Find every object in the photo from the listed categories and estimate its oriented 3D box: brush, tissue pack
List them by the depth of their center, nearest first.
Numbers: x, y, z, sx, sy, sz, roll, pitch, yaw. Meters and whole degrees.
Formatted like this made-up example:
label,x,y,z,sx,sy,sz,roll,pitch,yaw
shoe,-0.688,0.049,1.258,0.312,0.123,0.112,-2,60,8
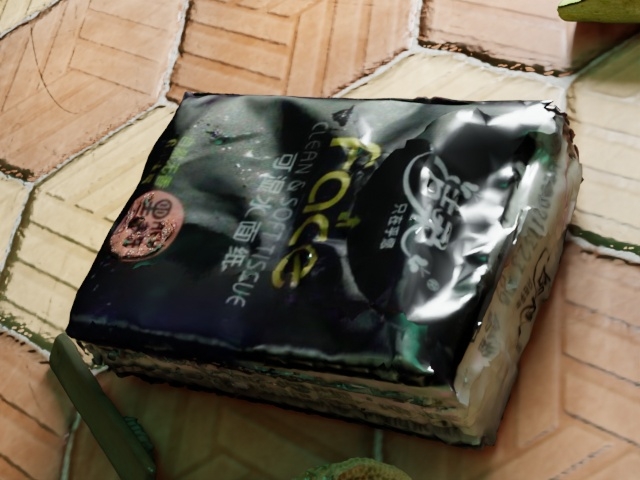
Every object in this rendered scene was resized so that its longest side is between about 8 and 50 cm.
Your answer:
label,x,y,z,sx,sy,sz,roll,pitch,yaw
tissue pack,0.000,0.000,0.855,0.332,0.123,0.245,7,60,32
brush,-0.158,0.128,0.901,0.190,0.027,0.034,40,115,48

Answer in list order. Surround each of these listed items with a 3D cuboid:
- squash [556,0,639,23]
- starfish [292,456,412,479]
label,x,y,z,sx,sy,sz,roll,pitch,yaw
squash,0.280,-0.199,0.900,0.200,0.075,0.090,8,32,31
starfish,-0.033,0.232,0.742,0.277,0.062,0.236,15,68,31
